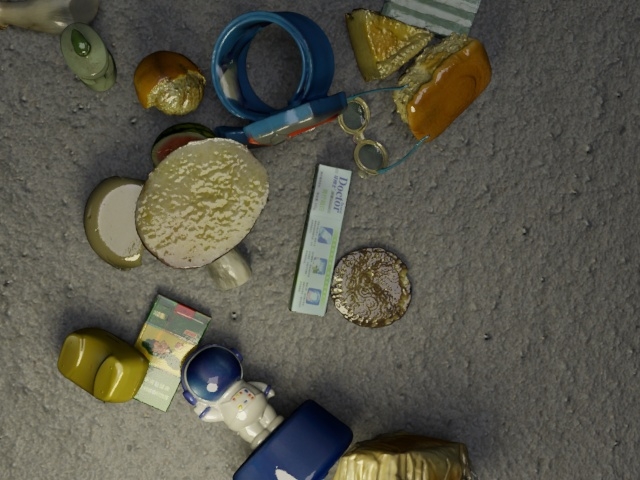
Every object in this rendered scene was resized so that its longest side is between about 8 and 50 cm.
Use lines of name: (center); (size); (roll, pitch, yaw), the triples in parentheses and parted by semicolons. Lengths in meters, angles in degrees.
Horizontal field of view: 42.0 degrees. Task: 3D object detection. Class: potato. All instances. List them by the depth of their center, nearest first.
potato: (-0.252, -0.078, 1.757); (0.239, 0.116, 0.299); (41, 80, -5)

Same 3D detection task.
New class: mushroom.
mushroom: (-0.583, -0.487, 1.762); (0.225, 0.116, 0.093); (0, 76, 10)
mushroom: (-0.247, 0.013, 1.837); (0.223, 0.092, 0.081); (46, 43, -11)

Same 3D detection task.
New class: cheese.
cheese: (-0.424, -0.036, 1.804); (0.175, 0.091, 0.202); (10, 92, -10)

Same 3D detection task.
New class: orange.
orange: (-0.324, -0.330, 1.784); (0.157, 0.134, 0.156); (22, 49, -28)

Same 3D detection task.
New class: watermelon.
watermelon: (-0.303, -0.220, 1.809); (0.163, 0.069, 0.086); (-14, 80, 8)

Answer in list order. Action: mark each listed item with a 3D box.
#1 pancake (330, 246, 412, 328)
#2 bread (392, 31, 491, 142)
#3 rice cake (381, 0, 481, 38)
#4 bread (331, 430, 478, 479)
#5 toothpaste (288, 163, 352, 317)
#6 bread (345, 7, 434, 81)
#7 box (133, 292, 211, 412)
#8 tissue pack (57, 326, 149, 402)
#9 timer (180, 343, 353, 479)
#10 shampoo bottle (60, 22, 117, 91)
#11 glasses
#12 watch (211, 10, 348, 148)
pancake: (0.119, 0.108, 1.927); (0.199, 0.021, 0.199); (0, 92, -9)
bread: (0.271, -0.342, 1.864); (0.245, 0.121, 0.174); (-46, 139, -8)
rice cake: (0.252, -0.534, 1.915); (0.211, 0.038, 0.124); (21, 89, -8)
bread: (0.171, 0.519, 1.796); (0.389, 0.236, 0.183); (11, 82, -51)
toothpaste: (0.000, 0.000, 1.882); (0.081, 0.067, 0.336); (11, 90, -9)
bread: (0.142, -0.464, 1.850); (0.169, 0.140, 0.160); (-38, 108, -10)
box: (-0.351, 0.249, 1.852); (0.132, 0.034, 0.235); (25, 89, -8)
tissue pack: (-0.455, 0.264, 1.774); (0.178, 0.127, 0.123); (26, 96, 26)
timer: (-0.149, 0.385, 1.803); (0.383, 0.270, 0.270); (44, 85, 6)
shampoo bottle: (-0.476, -0.378, 1.709); (0.087, 0.234, 0.118); (-25, 95, -7)
glasses: (0.153, -0.255, 1.841); (0.088, 0.221, 0.189); (-29, 99, -44)
watch: (-0.120, -0.341, 1.791); (0.305, 0.241, 0.274); (-15, 98, 25)
